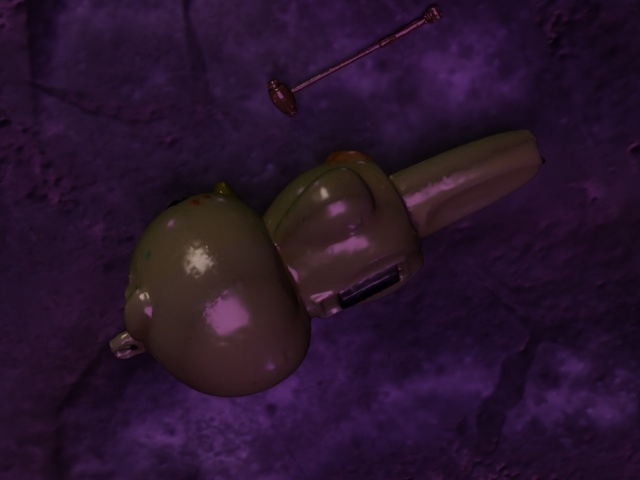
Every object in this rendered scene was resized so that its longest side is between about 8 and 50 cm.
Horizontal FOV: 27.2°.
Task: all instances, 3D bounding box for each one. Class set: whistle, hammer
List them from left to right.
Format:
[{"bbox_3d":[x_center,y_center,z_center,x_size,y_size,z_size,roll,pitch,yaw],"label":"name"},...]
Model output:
[{"bbox_3d":[-0.007,-0.007,0.852,0.294,0.141,0.141,-37,111,-9],"label":"whistle"},{"bbox_3d":[0.023,-0.118,0.850,0.123,0.014,0.029,-28,120,7],"label":"hammer"}]
